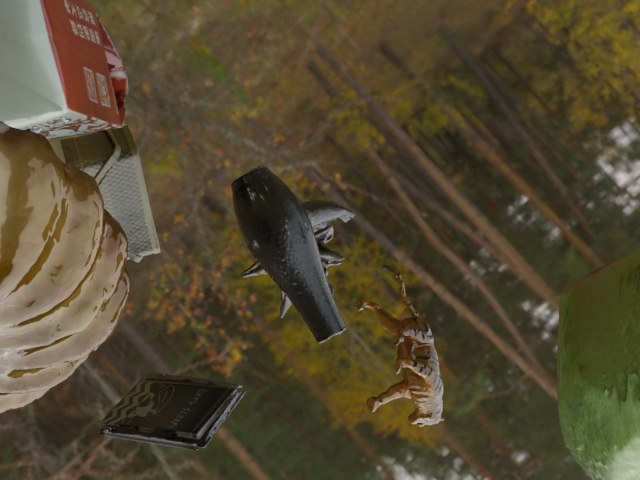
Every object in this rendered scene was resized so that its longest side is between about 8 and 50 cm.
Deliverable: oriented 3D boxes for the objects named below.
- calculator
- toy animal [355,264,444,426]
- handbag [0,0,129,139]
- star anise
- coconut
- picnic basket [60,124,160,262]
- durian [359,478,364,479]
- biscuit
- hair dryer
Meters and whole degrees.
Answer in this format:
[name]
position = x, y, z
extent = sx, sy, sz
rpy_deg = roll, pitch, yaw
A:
[calculator]
position = -0.280, 0.315, 1.959
extent = 0.274, 0.028, 0.166
rpy_deg = 0, -145, 36
[toy animal]
position = 0.134, 0.148, 1.586
extent = 0.116, 0.255, 0.114
rpy_deg = 8, 154, -29
[handbag]
position = -0.309, -0.170, 1.061
extent = 0.171, 0.151, 0.298
rpy_deg = -14, -177, 2
[star anise]
position = -0.045, 0.025, 1.700
extent = 0.181, 0.204, 0.061
rpy_deg = -53, 164, 8
[coconut]
position = 0.384, 0.129, 1.043
extent = 0.328, 0.328, 0.281
rpy_deg = -42, 138, -33
[picnic basket]
position = -0.423, -0.088, 2.113
extent = 0.139, 0.267, 0.165
rpy_deg = -15, -150, -12
[durian]
position = 0.089, 0.528, 1.995
extent = 0.071, 0.140, 0.110
rpy_deg = -33, -149, -16
[biscuit]
position = -0.299, 0.043, 0.757
extent = 0.325, 0.107, 0.326
rpy_deg = -10, 142, -8
[hair dryer]
position = 0.000, 0.000, 1.168
extent = 0.075, 0.196, 0.219
rpy_deg = -29, 178, 28
